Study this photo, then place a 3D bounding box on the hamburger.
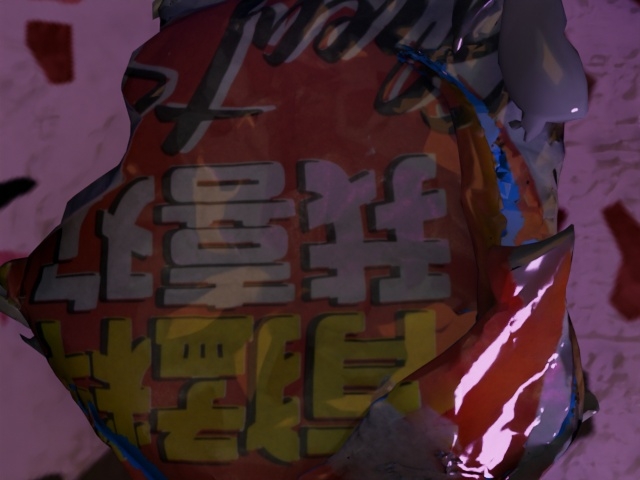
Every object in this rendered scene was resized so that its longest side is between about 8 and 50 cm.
[{"bbox_3d":[0.008,-0.002,0.462,0.261,0.150,0.275,25,93,28],"label":"hamburger"}]
